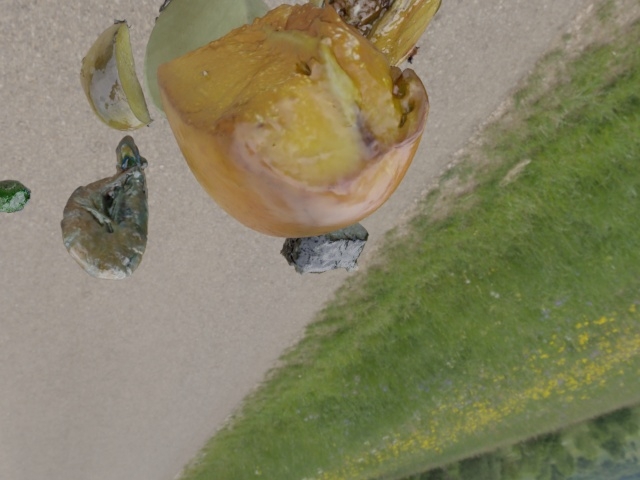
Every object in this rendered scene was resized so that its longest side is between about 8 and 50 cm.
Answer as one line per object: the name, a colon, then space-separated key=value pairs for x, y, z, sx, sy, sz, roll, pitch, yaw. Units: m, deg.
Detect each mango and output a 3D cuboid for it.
mango: x=-0.058 y=-0.108 z=0.456 sx=0.201 sy=0.350 sz=0.198 roll=5 pitch=97 yaw=-27

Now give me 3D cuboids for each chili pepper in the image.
chili pepper: x=-0.593 y=-0.077 z=0.820 sx=0.098 sy=0.060 sz=0.224 roll=-15 pitch=-176 yaw=2

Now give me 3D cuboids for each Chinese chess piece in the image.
Chinese chess piece: x=-0.163 y=-0.276 z=0.710 sx=0.238 sy=0.237 sz=0.092 roll=-36 pitch=157 yaw=24

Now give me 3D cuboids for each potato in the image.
potato: x=-0.479 y=-0.357 z=1.054 sx=0.138 sy=0.098 sz=0.243 roll=2 pitch=122 yaw=9

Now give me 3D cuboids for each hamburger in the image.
hamburger: x=0.077 y=-0.338 z=0.668 sx=0.245 sy=0.155 sz=0.282 roll=-43 pitch=176 yaw=-38

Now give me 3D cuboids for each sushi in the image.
sushi: x=0.000 y=0.000 z=1.013 sx=0.213 sy=0.147 sz=0.114 roll=-9 pitch=135 yaw=-56

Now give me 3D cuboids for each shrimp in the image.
shrimp: x=-0.548 y=-0.095 z=1.242 sx=0.110 sy=0.445 sz=0.221 roll=-27 pitch=139 yaw=29
